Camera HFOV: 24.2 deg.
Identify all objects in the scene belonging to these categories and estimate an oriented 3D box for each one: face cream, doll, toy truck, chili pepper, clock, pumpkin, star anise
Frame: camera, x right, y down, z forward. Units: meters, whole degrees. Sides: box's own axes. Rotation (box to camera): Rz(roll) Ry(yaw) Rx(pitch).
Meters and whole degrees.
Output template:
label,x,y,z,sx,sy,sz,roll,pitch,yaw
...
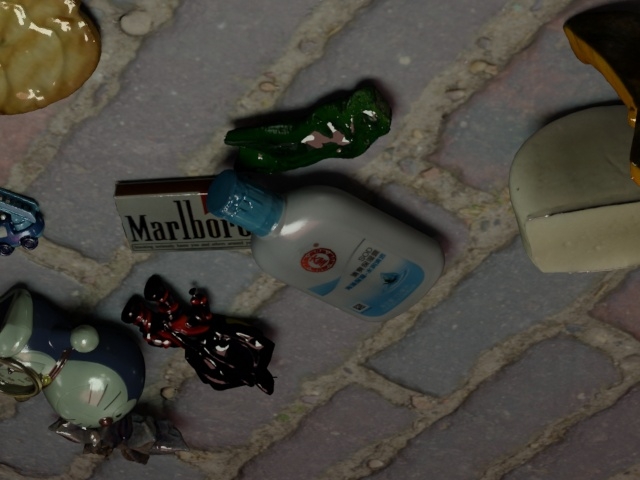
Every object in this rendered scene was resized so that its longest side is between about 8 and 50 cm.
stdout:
label,x,y,z,sx,sy,sz,roll,pitch,yaw
face cream,0.000,0.000,1.935,0.336,0.080,0.163,27,126,-35
doll,-0.160,0.141,2.138,0.248,0.088,0.127,32,152,-18
toy truck,-0.409,-0.031,1.968,0.073,0.056,0.090,-14,124,11
chili pepper,-0.018,-0.124,1.832,0.224,0.061,0.098,-19,142,20
clock,-0.363,0.172,2.132,0.243,0.146,0.199,31,137,-24
pumpkin,0.427,-0.140,1.652,0.290,0.258,0.095,0,158,-4
star anise,-0.312,0.293,2.288,0.230,0.081,0.262,11,165,13

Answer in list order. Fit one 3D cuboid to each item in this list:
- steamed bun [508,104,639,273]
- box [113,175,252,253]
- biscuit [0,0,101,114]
label,x,y,z,sx,sy,sz,roll,pitch,yaw
steamed bun,0.352,-0.066,1.801,0.241,0.164,0.146,-9,140,11
box,-0.173,-0.033,1.962,0.177,0.036,0.115,-3,137,6
biscuit,-0.376,-0.226,1.747,0.203,0.041,0.260,31,132,-34
